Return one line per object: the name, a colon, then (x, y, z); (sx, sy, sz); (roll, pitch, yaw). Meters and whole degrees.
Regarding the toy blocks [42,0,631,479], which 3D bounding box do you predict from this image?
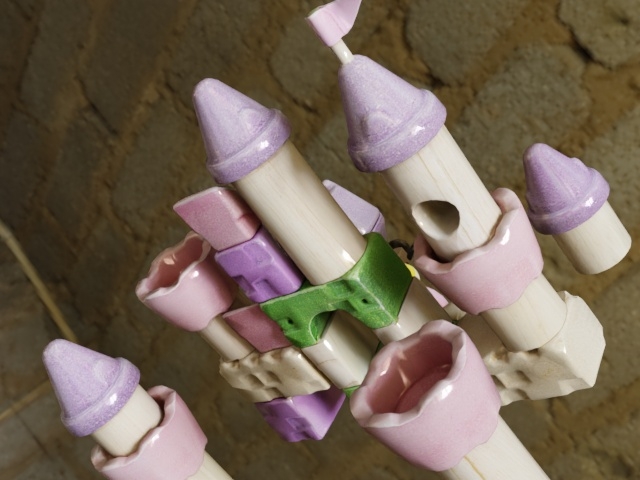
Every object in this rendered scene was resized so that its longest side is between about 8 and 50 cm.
toy blocks: (0.000, 0.000, 0.611); (0.288, 0.260, 0.309); (-19, -151, 41)
